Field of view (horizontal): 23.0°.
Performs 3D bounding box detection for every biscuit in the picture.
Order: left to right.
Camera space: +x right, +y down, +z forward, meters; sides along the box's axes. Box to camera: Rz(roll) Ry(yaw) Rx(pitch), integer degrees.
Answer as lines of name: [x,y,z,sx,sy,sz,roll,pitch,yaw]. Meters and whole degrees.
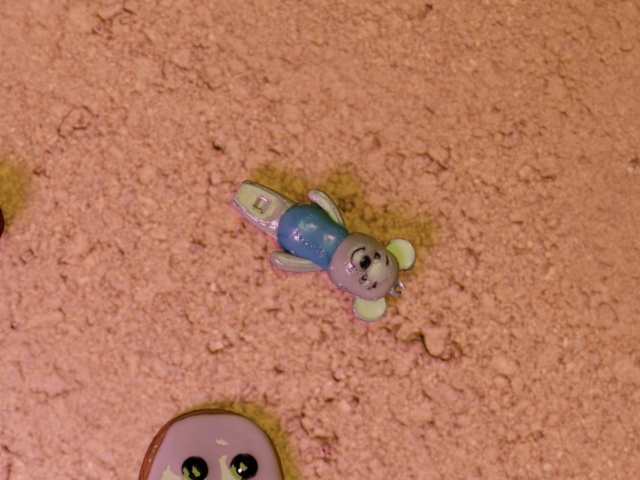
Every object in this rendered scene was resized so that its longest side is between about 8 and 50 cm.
biscuit: [-0.118,0.295,1.806,0.181,0.049,0.208,-15,81,-18]

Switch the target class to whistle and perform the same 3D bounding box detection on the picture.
whistle: [0.000,0.000,1.897,0.236,0.077,0.114,32,83,-2]

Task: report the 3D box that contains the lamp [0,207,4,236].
lamp: [-0.410,-0.015,1.790,0.101,0.090,0.101,-10,50,12]
